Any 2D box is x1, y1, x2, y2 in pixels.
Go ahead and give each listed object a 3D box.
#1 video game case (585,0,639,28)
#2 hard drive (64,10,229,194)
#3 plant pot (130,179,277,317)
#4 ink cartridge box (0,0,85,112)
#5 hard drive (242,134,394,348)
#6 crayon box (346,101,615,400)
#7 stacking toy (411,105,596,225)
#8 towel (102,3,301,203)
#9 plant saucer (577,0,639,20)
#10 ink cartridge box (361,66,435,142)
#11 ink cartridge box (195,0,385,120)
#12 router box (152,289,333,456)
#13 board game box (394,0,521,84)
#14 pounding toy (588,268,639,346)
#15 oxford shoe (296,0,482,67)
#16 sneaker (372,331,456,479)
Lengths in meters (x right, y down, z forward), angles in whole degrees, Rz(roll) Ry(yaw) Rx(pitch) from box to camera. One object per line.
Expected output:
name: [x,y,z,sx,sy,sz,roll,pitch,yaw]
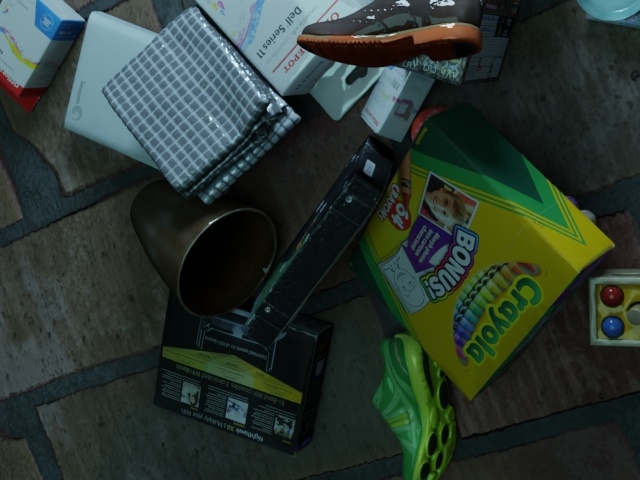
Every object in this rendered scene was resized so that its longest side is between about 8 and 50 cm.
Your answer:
video game case: [0.489,-0.401,1.545,0.143,0.019,0.157,15,105,19]
hard drive: [-0.297,-0.255,1.889,0.353,0.047,0.233,24,108,17]
plant pot: [-0.233,-0.011,1.835,0.230,0.215,0.215,34,113,36]
ink cartridge box: [-0.570,-0.370,1.965,0.134,0.078,0.231,42,113,11]
hard drive: [0.000,0.000,1.708,0.064,0.237,0.339,35,111,-5]
crayon box: [0.228,0.024,1.584,0.313,0.106,0.363,49,142,19]
stacking toy: [0.279,-0.095,1.644,0.330,0.141,0.141,47,114,16]
towel: [-0.210,-0.230,1.727,0.235,0.121,0.283,-42,66,5]
plant saucer: [0.443,-0.391,1.542,0.119,0.021,0.119,4,100,23]
ink cartridge box: [0.126,-0.236,1.688,0.052,0.088,0.122,19,112,-27]
ink cartridge box: [-0.045,-0.386,1.717,0.353,0.119,0.207,48,112,8]
router box: [-0.148,0.232,1.900,0.309,0.081,0.242,17,106,19]
board game box: [0.218,-0.395,1.543,0.141,0.232,0.291,20,107,19]
pounding toy: [0.492,0.098,1.593,0.141,0.100,0.130,0,100,23]
oxford shoe: [0.097,-0.306,1.447,0.271,0.097,0.098,1,80,20]
sneaker: [0.161,0.297,1.784,0.124,0.109,0.295,6,104,44]
